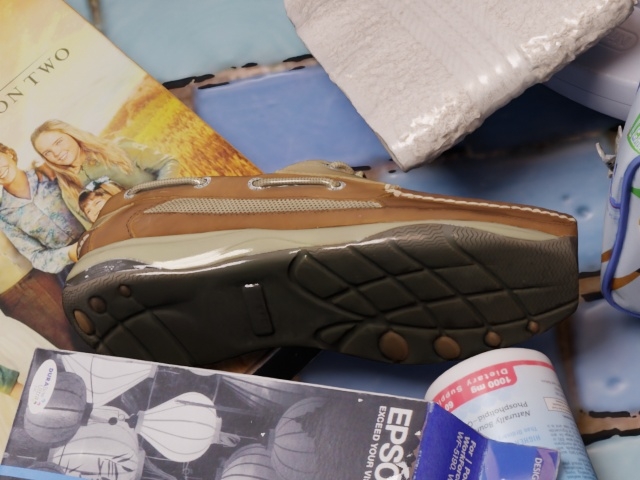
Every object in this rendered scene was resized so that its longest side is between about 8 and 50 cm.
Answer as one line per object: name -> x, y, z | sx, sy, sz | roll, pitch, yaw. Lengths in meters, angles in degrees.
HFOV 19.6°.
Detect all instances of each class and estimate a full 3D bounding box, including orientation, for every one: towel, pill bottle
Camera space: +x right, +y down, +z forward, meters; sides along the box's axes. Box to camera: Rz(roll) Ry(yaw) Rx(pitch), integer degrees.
towel -> 0.082, -0.165, 1.266 | 0.187, 0.049, 0.282 | -36, 33, 2
pill bottle -> 0.128, 0.154, 1.146 | 0.087, 0.087, 0.160 | -19, 61, 0

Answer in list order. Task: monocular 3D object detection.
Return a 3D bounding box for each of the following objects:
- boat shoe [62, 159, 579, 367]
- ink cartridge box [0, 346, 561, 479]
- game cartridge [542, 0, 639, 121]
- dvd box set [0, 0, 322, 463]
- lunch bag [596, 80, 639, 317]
boat shoe -> 0.000, 0.000, 1.168 | 0.324, 0.122, 0.120 | -1, 47, 4
ink cartridge box -> -0.035, 0.166, 1.100 | 0.333, 0.065, 0.165 | 6, 66, 17
game cartridge -> 0.237, -0.173, 1.272 | 0.196, 0.060, 0.294 | -43, 44, -16
dvd box set -> -0.211, 0.002, 1.300 | 0.307, 0.062, 0.420 | -42, 64, -13
lunch bag -> 0.314, -0.016, 1.121 | 0.303, 0.243, 0.115 | 11, 63, 9
